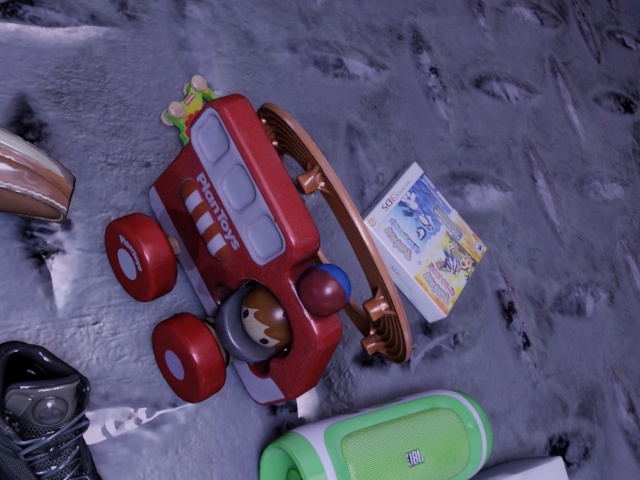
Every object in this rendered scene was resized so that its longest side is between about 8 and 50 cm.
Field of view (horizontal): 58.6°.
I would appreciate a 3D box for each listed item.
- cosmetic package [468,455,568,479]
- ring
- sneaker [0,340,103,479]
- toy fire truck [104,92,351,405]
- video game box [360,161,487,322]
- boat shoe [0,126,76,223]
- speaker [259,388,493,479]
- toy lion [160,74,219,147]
[{"bbox_3d":[0.257,0.510,0.749,0.284,0.097,0.377,0,70,-37],"label":"cosmetic package"},{"bbox_3d":[0.000,0.000,0.669,0.032,0.336,0.336,-29,88,-11],"label":"ring"},{"bbox_3d":[-0.245,0.194,0.516,0.087,0.130,0.227,-18,83,-37],"label":"sneaker"},{"bbox_3d":[-0.085,0.031,0.616,0.169,0.254,0.302,-24,85,-39],"label":"toy fire truck"},{"bbox_3d":[0.167,-0.002,0.942,0.205,0.048,0.187,48,54,-8],"label":"video game box"},{"bbox_3d":[-0.407,-0.064,0.531,0.324,0.122,0.119,17,66,-19],"label":"boat shoe"},{"bbox_3d":[0.078,0.270,0.711,0.297,0.131,0.131,-3,72,-36],"label":"speaker"},{"bbox_3d":[-0.165,-0.165,0.793,0.096,0.034,0.100,41,52,-22],"label":"toy lion"}]
